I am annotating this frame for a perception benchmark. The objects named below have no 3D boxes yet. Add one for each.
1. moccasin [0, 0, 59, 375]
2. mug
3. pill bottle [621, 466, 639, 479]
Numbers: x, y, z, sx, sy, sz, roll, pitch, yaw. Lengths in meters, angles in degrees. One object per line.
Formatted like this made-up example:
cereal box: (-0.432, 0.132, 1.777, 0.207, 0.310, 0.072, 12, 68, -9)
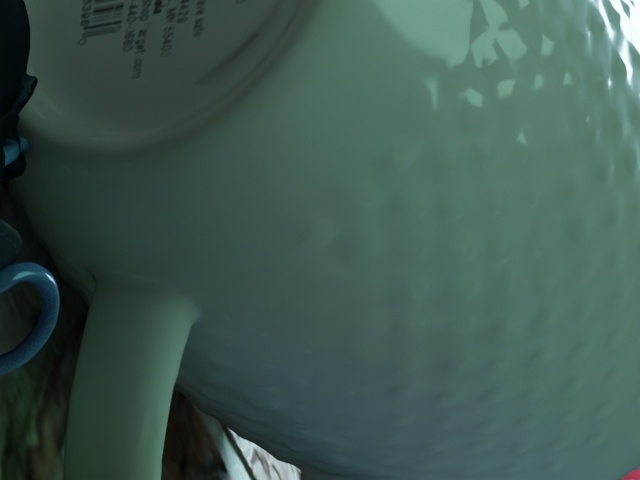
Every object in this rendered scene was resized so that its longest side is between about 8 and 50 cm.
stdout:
moccasin: (-0.131, -0.010, 0.552, 0.342, 0.137, 0.117, -72, 144, -66)
mug: (0.000, 0.000, 0.825, 0.328, 0.276, 0.374, 38, 65, -54)
pill bottle: (0.208, 0.213, 1.372, 0.318, 0.176, 0.176, -93, 157, -50)
